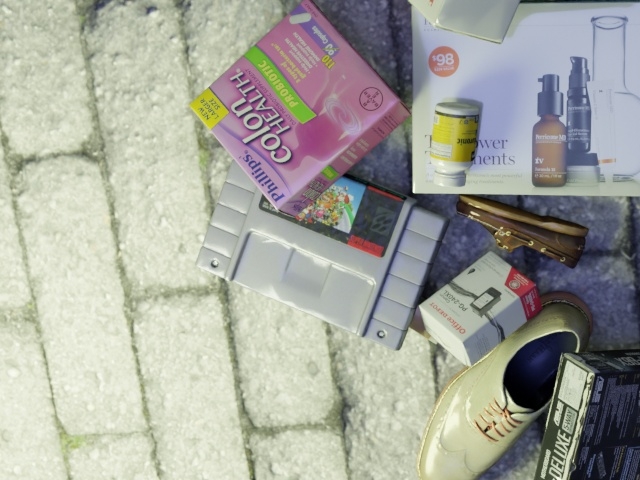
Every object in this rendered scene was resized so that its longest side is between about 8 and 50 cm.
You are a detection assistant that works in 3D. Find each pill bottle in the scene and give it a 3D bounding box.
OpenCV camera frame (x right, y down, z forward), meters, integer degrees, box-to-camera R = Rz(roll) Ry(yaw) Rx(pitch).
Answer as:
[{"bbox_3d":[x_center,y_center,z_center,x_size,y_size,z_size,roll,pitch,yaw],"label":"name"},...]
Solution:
[{"bbox_3d":[0.192,-0.139,1.882,0.065,0.065,0.116,7,106,9],"label":"pill bottle"}]

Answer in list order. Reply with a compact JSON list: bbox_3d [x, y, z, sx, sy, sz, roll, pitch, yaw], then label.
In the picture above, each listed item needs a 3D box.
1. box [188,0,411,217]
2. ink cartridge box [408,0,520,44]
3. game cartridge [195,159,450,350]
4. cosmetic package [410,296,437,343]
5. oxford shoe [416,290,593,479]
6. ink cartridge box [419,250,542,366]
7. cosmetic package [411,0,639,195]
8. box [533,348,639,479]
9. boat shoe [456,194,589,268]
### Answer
[{"bbox_3d":[-0.029,-0.196,1.935,0.243,0.117,0.213,-41,78,7],"label":"box"},{"bbox_3d":[0.191,-0.416,1.786,0.114,0.273,0.197,11,116,-23],"label":"ink cartridge box"},{"bbox_3d":[0.000,0.000,2.016,0.355,0.068,0.230,22,103,14],"label":"game cartridge"},{"bbox_3d":[0.147,0.111,2.051,0.115,0.060,0.041,32,105,4],"label":"cosmetic package"},{"bbox_3d":[0.271,0.252,2.014,0.140,0.146,0.397,33,107,2],"label":"oxford shoe"},{"bbox_3d":[0.242,0.103,1.970,0.150,0.109,0.063,-37,136,-14],"label":"ink cartridge box"},{"bbox_3d":[0.325,-0.212,1.922,0.377,0.097,0.284,1,101,11],"label":"cosmetic package"},{"bbox_3d":[0.448,0.318,1.966,0.242,0.076,0.307,0,108,-31],"label":"box"},{"bbox_3d":[0.302,-0.013,1.984,0.207,0.073,0.073,18,104,6],"label":"boat shoe"}]
